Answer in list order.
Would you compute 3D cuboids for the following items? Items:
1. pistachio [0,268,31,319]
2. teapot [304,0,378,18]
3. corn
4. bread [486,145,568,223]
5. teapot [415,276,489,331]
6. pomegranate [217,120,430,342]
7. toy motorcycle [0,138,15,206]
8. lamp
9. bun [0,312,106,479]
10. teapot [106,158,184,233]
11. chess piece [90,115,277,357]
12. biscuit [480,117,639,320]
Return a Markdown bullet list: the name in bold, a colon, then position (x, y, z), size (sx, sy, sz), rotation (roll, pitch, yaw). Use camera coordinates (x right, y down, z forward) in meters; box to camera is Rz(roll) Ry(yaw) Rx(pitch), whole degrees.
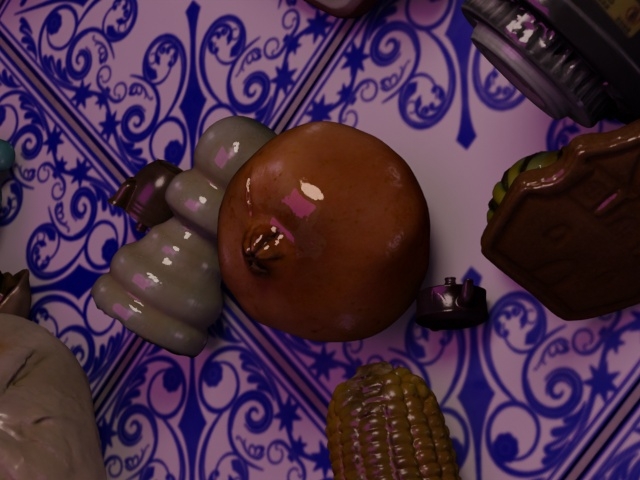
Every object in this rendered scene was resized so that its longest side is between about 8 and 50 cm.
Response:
- **pistachio**: position (-0.414, 0.100, 1.852), size (0.206, 0.129, 0.131), rotation (-53, 9, 13)
- **teapot**: position (0.013, -0.375, 1.563), size (0.312, 0.233, 0.315), rotation (25, 124, 46)
- **corn**: position (0.083, 0.282, 1.410), size (0.120, 0.120, 0.363), rotation (-22, 71, 34)
- **bread**: position (0.207, -0.024, 1.404), size (0.139, 0.071, 0.130), rotation (13, 93, 40)
- **teapot**: position (0.119, 0.057, 1.462), size (0.100, 0.067, 0.045), rotation (139, 134, -66)
- **pomegranate**: position (0.005, -0.002, 1.485), size (0.209, 0.209, 0.209), rotation (-9, 75, 37)
- **toy motorcycle**: position (-0.466, -0.076, 1.908), size (0.198, 0.109, 0.296), rotation (-36, 42, -10)
- **lamp**: position (0.251, -0.223, 1.285), size (0.272, 0.205, 0.374), rotation (-56, 26, -14)
- **bun**: position (-0.392, 0.228, 1.670), size (0.213, 0.361, 0.361), rotation (121, 146, -71)
- **teapot**: position (-0.192, -0.056, 1.729), size (0.080, 0.085, 0.110), rotation (-58, 33, 12)
- **chess piece**: position (-0.120, -0.014, 1.634), size (0.133, 0.133, 0.243), rotation (37, 99, 38)
- **biscuit**: position (0.249, -0.020, 1.302), size (0.215, 0.182, 0.034), rotation (-37, 37, 23)
